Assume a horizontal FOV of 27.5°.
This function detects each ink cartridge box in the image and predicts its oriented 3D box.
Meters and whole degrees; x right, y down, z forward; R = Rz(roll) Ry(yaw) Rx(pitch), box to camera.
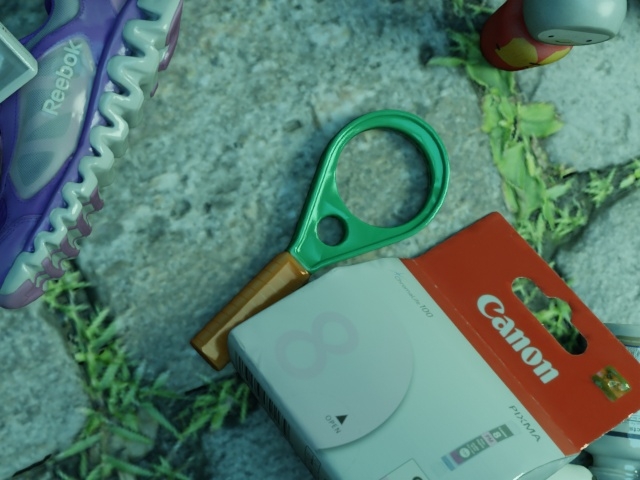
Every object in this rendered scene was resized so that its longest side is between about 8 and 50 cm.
[{"bbox_3d":[0.085,0.082,0.863,0.232,0.066,0.189,-32,63,-15],"label":"ink cartridge box"}]

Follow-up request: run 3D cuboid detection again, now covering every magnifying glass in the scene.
[{"bbox_3d":[0.000,0.000,0.915,0.092,0.026,0.231,47,74,-7],"label":"magnifying glass"}]

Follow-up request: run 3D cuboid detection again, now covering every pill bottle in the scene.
[{"bbox_3d":[0.222,0.122,0.938,0.067,0.067,0.120,9,83,-14],"label":"pill bottle"}]

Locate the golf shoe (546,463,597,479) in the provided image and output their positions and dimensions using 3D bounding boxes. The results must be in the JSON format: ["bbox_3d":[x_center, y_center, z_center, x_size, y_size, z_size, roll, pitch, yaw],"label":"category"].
[{"bbox_3d":[0.099,0.141,0.896,0.198,0.077,0.093,7,78,-9],"label":"golf shoe"}]

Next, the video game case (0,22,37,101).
[{"bbox_3d":[-0.297,-0.107,0.773,0.190,0.022,0.173,-35,122,10],"label":"video game case"}]

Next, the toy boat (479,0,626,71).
[{"bbox_3d":[0.251,-0.228,0.933,0.318,0.148,0.267,-40,96,-14],"label":"toy boat"}]

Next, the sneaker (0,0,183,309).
[{"bbox_3d":[-0.177,-0.073,0.844,0.105,0.095,0.236,23,75,-5],"label":"sneaker"}]
